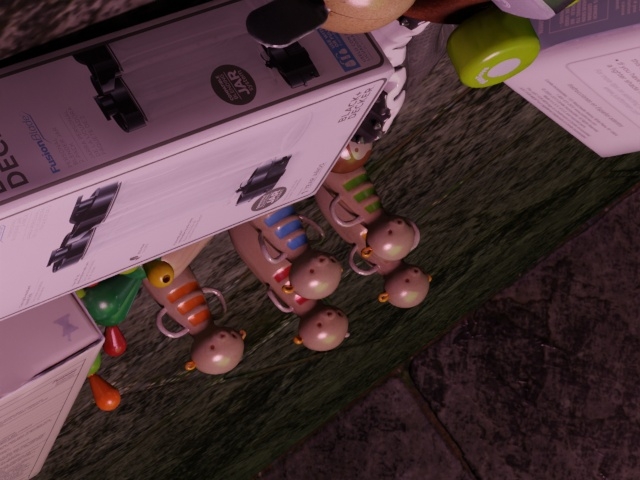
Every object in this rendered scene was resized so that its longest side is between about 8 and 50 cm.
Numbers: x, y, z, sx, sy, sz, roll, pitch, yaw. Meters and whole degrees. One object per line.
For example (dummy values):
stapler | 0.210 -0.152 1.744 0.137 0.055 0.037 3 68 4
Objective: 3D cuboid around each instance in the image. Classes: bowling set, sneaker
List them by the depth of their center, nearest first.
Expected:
sneaker | 0.059 -0.171 1.130 0.106 0.078 0.234 -49 167 -33
bowling set | 0.000 0.000 1.427 0.287 0.154 0.200 -27 166 -34

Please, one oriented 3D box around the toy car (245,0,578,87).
toy car | 0.030 -0.168 0.911 0.188 0.155 0.149 -14 159 -27

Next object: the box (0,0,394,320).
box | -0.115 -0.054 1.018 0.290 0.087 0.169 -24 163 -29

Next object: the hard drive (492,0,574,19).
hard drive | 0.101 -0.225 0.758 0.172 0.054 0.255 -36 132 5

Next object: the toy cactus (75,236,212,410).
toy cactus | -0.153 0.037 1.332 0.180 0.112 0.219 -39 163 -30

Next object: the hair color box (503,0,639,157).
hair color box | 0.326 -0.174 1.205 0.374 0.114 0.185 -10 154 38

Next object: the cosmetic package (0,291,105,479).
cosmetic package | -0.282 0.123 1.251 0.160 0.113 0.309 -28 166 -29
